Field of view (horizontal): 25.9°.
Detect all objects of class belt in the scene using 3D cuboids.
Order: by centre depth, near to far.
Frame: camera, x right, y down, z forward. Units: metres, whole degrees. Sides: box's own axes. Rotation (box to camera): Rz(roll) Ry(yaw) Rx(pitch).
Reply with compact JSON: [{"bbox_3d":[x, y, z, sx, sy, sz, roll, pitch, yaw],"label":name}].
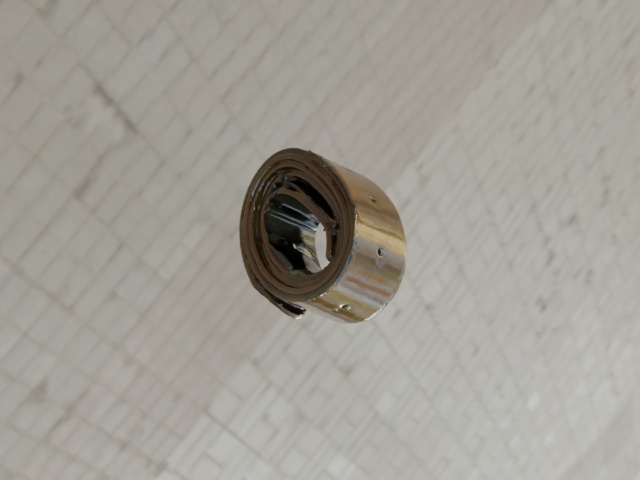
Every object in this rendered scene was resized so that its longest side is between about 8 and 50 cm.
[{"bbox_3d":[0.000,0.000,0.548,0.036,0.083,0.059,23,105,-36],"label":"belt"}]
